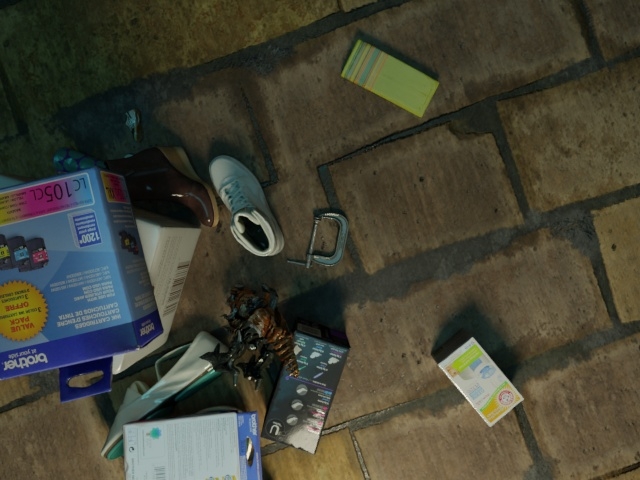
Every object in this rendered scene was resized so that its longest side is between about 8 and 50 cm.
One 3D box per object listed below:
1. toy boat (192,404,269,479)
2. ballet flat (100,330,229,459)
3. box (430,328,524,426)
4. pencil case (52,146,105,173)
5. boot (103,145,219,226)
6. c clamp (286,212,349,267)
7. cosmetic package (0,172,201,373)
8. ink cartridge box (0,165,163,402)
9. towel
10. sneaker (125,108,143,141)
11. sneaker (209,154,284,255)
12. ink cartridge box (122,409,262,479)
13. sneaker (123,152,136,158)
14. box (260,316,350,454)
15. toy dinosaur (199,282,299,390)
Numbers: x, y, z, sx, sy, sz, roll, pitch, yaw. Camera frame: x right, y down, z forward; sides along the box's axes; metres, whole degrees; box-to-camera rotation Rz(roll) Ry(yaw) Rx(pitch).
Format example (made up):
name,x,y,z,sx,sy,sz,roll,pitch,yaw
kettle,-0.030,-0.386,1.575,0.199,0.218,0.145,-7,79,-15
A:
name,x,y,z,sx,sy,sz,roll,pitch,yaw
toy boat,-0.234,0.572,1.317,0.318,0.148,0.268,40,92,0
ballet flat,-0.404,0.380,1.337,0.400,0.139,0.139,-39,91,-2
box,0.391,0.341,1.321,0.114,0.103,0.203,-39,91,2
pencil case,-0.596,-0.182,1.339,0.151,0.064,0.070,19,76,1
boot,-0.383,-0.114,1.279,0.206,0.090,0.249,-24,77,-38
c clamp,0.000,0.000,1.357,0.137,0.022,0.161,17,93,0
cosmetic package,-0.541,0.062,1.216,0.393,0.327,0.330,17,92,1
ink cartridge box,-0.467,0.087,0.982,0.269,0.151,0.396,-13,93,2
towel,0.177,-0.413,1.344,0.237,0.021,0.102,28,98,-1
sneaker,-0.482,-0.294,1.355,0.036,0.032,0.084,-7,87,15
sneaker,-0.187,-0.091,1.285,0.108,0.169,0.293,-34,90,4
ink cartridge box,-0.294,0.503,1.228,0.310,0.065,0.186,-5,79,-4
sneaker,-0.453,-0.172,1.341,0.052,0.058,0.135,-42,90,2
box,-0.038,0.350,1.297,0.143,0.165,0.271,18,92,-1
toy dinosaur,-0.156,0.219,1.237,0.164,0.322,0.219,32,91,-22
